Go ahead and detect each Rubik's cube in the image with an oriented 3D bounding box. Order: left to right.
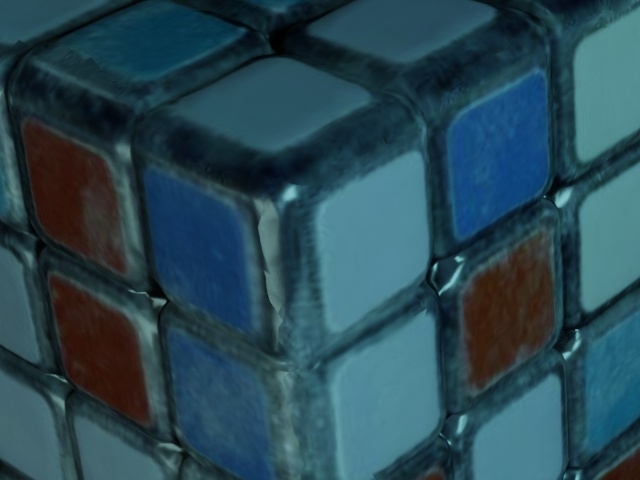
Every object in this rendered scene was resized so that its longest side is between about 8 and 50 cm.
[{"bbox_3d":[0.000,0.000,0.726,0.292,0.287,0.293,25,133,38],"label":"Rubik's cube"}]
